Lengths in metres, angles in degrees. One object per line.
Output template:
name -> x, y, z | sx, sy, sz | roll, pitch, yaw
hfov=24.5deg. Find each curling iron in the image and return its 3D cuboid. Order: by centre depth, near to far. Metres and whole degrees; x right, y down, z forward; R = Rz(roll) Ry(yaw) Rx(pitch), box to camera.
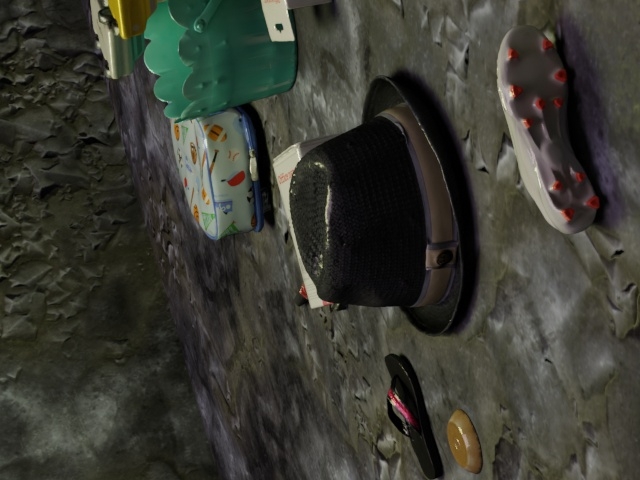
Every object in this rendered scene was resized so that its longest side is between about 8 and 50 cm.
curling iron -> -0.011, 0.085, 2.304 | 0.274, 0.035, 0.068 | 157, 98, -74

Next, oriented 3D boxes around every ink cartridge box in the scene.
ink cartridge box -> -0.041, -0.366, 1.953 | 0.115, 0.067, 0.198 | -156, 55, -71
ink cartridge box -> 0.015, -0.027, 2.011 | 0.158, 0.092, 0.218 | 159, 95, -75

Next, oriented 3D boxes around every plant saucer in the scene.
plant saucer -> 0.176, 0.252, 1.839 | 0.083, 0.015, 0.083 | 166, 90, -75

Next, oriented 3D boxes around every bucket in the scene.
bucket -> -0.159, -0.321, 2.192 | 0.281, 0.183, 0.281 | 166, 90, -74

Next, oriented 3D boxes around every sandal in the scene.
sandal -> 0.116, 0.238, 1.987 | 0.067, 0.040, 0.179 | 126, 128, -70

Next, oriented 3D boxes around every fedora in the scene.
fedora -> 0.052, -0.027, 1.770 | 0.334, 0.152, 0.334 | 166, 90, -75

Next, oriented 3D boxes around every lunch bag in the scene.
lunch bag -> -0.179, -0.150, 2.547 | 0.303, 0.114, 0.243 | -131, 33, -60

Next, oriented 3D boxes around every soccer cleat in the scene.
soccer cleat -> 0.200, -0.099, 1.355 | 0.076, 0.068, 0.196 | 165, 88, -77

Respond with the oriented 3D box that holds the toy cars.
toy cars -> -0.268, -0.332, 2.080 | 0.393, 0.087, 0.177 | 145, 115, -76
